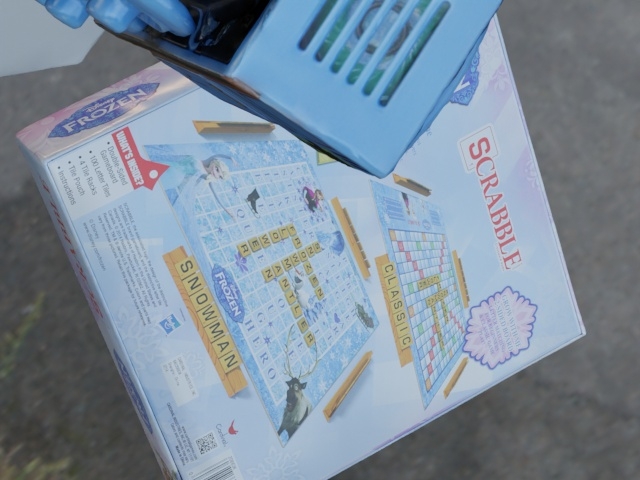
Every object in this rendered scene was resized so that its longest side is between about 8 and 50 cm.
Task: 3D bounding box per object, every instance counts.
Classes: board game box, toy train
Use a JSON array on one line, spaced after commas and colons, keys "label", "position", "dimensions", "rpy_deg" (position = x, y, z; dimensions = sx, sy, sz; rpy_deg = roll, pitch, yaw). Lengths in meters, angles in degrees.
[{"label": "board game box", "position": [0.000, 0.000, 1.270], "dimensions": [0.318, 0.066, 0.319], "rpy_deg": [-27, 121, -15]}, {"label": "toy train", "position": [-0.026, -0.077, 0.536], "dimensions": [0.105, 0.184, 0.080], "rpy_deg": [35, 88, -21]}]

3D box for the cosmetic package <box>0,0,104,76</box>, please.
[{"label": "cosmetic package", "position": [-0.142, -0.248, 0.903], "dimensions": [0.156, 0.385, 0.217], "rpy_deg": [-15, 75, -37]}]
